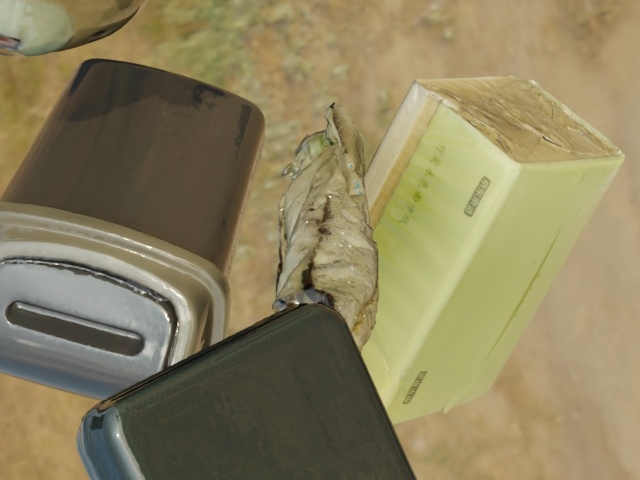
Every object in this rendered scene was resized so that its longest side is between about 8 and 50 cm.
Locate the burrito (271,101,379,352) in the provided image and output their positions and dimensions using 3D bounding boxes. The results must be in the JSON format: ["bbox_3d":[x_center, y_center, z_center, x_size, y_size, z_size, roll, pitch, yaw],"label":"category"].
[{"bbox_3d":[0.002,0.000,1.028,0.229,0.063,0.058,-92,-4,-53],"label":"burrito"}]

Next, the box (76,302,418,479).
[{"bbox_3d":[-0.011,0.158,0.861,0.050,0.160,0.230,-21,94,55],"label":"box"}]

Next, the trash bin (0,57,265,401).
[{"bbox_3d":[-0.160,0.003,1.375,0.210,0.290,0.182,15,136,2],"label":"trash bin"}]

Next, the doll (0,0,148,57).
[{"bbox_3d":[-0.180,-0.211,1.053,0.330,0.235,0.174,149,120,-69],"label":"doll"}]

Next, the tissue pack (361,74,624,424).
[{"bbox_3d":[0.095,0.007,1.263,0.125,0.159,0.234,42,117,28],"label":"tissue pack"}]
